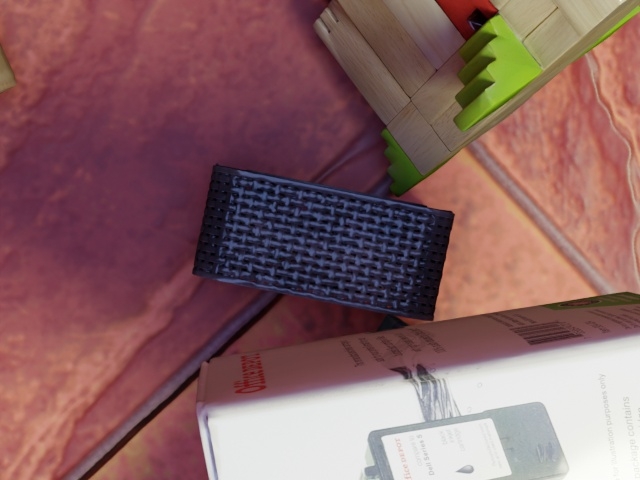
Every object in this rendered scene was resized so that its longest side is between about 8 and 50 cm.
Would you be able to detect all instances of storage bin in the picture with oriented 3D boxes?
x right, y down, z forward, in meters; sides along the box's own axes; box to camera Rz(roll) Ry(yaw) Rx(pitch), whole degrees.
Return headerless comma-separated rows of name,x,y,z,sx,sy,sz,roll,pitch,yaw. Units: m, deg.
storage bin,0.000,0.000,1.110,0.180,0.122,0.084,10,91,-4

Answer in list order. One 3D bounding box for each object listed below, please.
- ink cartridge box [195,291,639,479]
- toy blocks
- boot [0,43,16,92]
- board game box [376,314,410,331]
ink cartridge box,0.075,0.109,0.827,0.273,0.198,0.114,-9,93,-3
toy blocks,0.084,-0.221,1.015,0.191,0.381,0.261,-35,86,-28
boot,-0.286,-0.235,1.105,0.236,0.089,0.269,-20,93,7
board game box,0.004,0.221,1.053,0.079,0.254,0.336,31,89,-4
